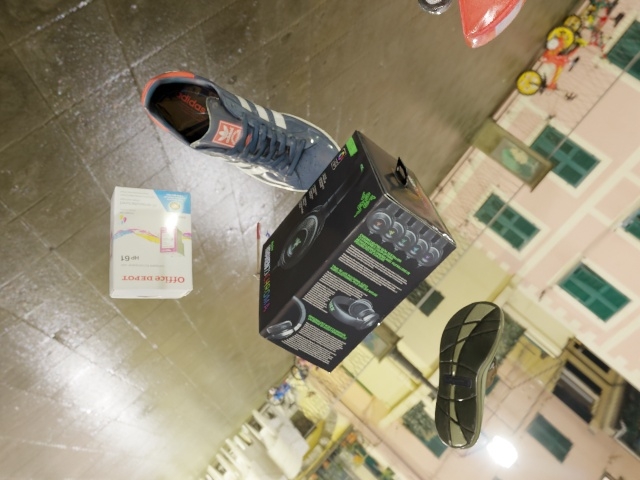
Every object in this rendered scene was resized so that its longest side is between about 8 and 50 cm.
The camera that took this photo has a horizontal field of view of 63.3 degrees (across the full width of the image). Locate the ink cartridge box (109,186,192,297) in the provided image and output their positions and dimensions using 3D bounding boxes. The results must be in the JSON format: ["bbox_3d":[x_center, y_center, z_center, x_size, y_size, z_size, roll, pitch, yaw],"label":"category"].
[{"bbox_3d":[-0.200,0.005,0.615,0.089,0.122,0.052,2,165,-27],"label":"ink cartridge box"}]

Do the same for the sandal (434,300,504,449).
[{"bbox_3d":[0.306,0.272,1.073,0.086,0.120,0.302,21,81,-46],"label":"sandal"}]

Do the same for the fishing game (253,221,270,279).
[{"bbox_3d":[0.000,0.000,0.998,0.264,0.189,0.041,-7,144,4],"label":"fishing game"}]

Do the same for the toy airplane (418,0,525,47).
[{"bbox_3d":[0.306,-0.540,0.783,0.384,0.273,0.386,83,28,-46],"label":"toy airplane"}]

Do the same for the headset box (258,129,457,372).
[{"bbox_3d":[0.042,0.001,0.774,0.283,0.131,0.246,-48,-157,22],"label":"headset box"}]

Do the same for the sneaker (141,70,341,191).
[{"bbox_3d":[-0.126,-0.168,0.844,0.148,0.350,0.131,-88,-160,-76],"label":"sneaker"}]
